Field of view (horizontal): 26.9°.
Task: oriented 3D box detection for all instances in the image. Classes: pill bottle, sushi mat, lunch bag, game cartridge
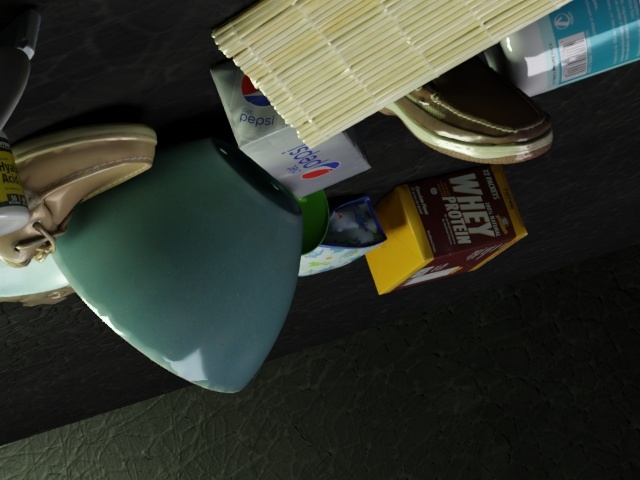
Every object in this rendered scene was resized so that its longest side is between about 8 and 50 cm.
[{"bbox_3d":[-0.309,-0.064,1.214,0.065,0.116,0.065,-18,169,-4],"label":"pill bottle"},{"bbox_3d":[0.059,-0.198,1.179,0.316,0.151,0.019,-27,-149,33],"label":"sushi mat"},{"bbox_3d":[0.000,0.000,2.043,0.151,0.096,0.129,-21,173,-43],"label":"lunch bag"},{"bbox_3d":[0.281,-0.240,1.265,0.264,0.146,0.146,-18,168,-1],"label":"pill bottle"},{"bbox_3d":[-0.254,-0.148,1.072,0.083,0.056,0.017,-34,132,29],"label":"game cartridge"}]

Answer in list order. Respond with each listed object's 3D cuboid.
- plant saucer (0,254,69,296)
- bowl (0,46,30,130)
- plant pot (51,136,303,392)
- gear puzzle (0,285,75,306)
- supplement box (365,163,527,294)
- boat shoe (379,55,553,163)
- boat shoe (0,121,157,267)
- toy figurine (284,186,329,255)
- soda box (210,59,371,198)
[{"bbox_3d":[-0.357,0.021,1.556,0.195,0.037,0.195,-9,163,-3],"label":"plant saucer"},{"bbox_3d":[-0.354,-0.068,0.943,0.298,0.134,0.298,-35,-153,21],"label":"bowl"},{"bbox_3d":[-0.133,0.000,1.502,0.195,0.290,0.290,-49,161,11],"label":"plant pot"},{"bbox_3d":[-0.398,0.032,1.718,0.175,0.044,0.339,-23,165,24],"label":"gear puzzle"},{"bbox_3d":[0.193,-0.018,2.174,0.194,0.129,0.191,-14,167,-24],"label":"supplement box"},{"bbox_3d":[0.111,-0.151,1.250,0.095,0.095,0.257,-28,-143,-29],"label":"boat shoe"},{"bbox_3d":[-0.314,-0.024,1.402,0.341,0.110,0.122,-22,168,16],"label":"boat shoe"},{"bbox_3d":[-0.104,-0.033,1.745,0.173,0.130,0.159,19,156,-36],"label":"toy figurine"},{"bbox_3d":[-0.025,-0.126,1.438,0.098,0.091,0.286,-22,168,8],"label":"soda box"}]
